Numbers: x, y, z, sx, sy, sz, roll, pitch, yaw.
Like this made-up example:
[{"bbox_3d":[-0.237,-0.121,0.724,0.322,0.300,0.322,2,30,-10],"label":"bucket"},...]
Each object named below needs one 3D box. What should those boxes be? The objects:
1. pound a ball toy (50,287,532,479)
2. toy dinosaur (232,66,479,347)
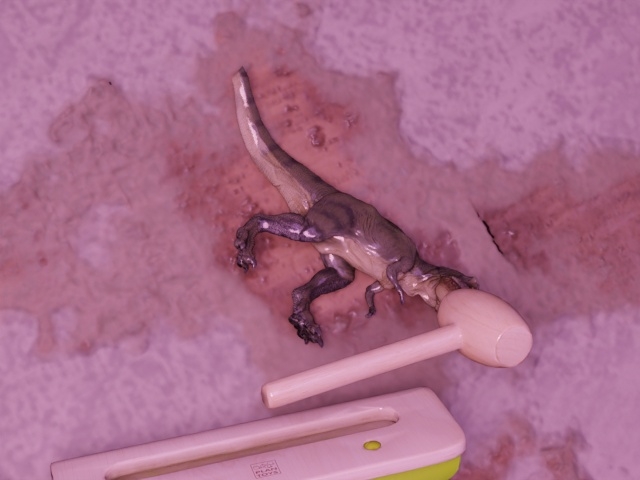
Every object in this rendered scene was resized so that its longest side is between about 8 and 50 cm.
[{"bbox_3d":[-0.021,0.149,0.972,0.319,0.136,0.208,-11,112,-14],"label":"pound a ball toy"},{"bbox_3d":[0.000,0.000,1.064,0.268,0.064,0.118,42,68,2],"label":"toy dinosaur"}]
